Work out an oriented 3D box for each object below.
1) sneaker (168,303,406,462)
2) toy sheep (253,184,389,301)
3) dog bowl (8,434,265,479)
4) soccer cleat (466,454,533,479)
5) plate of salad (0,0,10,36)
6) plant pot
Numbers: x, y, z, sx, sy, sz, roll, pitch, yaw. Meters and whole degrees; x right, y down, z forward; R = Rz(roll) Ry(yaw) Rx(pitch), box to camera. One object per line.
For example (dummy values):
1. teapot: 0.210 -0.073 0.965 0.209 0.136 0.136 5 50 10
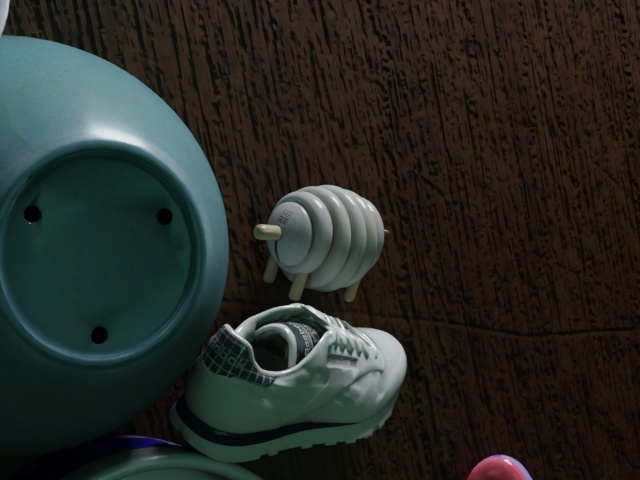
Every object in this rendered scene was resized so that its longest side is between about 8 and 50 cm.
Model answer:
1. sneaker: -0.004 0.092 0.917 0.235 0.090 0.095 -11 127 -52
2. toy sheep: 0.000 0.000 0.959 0.132 0.091 0.091 1 91 -49
3. dog bowl: -0.130 0.273 0.876 0.265 0.104 0.265 -1 92 -30
4. soccer cleat: 0.179 0.301 1.088 0.095 0.083 0.248 -19 97 -59
5. plate of salad: -0.288 -0.147 0.745 0.200 0.048 0.200 1 60 -3
6. plant pot: -0.174 0.006 0.790 0.290 0.195 0.290 -1 92 -30
